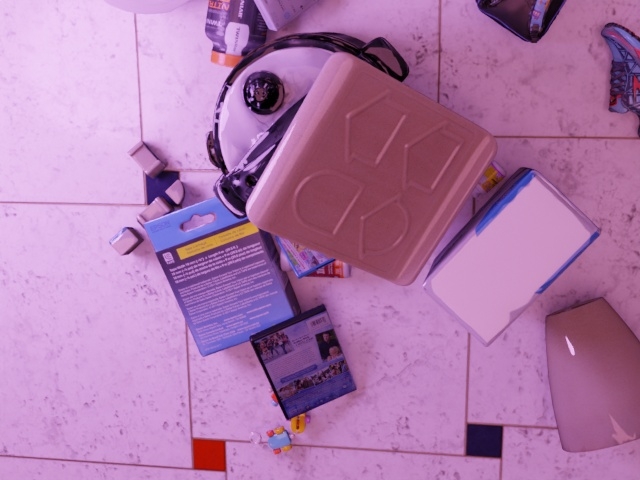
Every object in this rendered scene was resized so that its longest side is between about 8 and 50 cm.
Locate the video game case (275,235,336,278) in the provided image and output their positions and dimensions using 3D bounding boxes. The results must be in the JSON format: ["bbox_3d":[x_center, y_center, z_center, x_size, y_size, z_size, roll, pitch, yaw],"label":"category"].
[{"bbox_3d":[0.000,0.000,1.826,0.166,0.015,0.119,-26,60,-8],"label":"video game case"}]

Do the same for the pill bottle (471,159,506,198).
[{"bbox_3d":[0.352,-0.128,1.789,0.043,0.043,0.083,45,106,-4],"label":"pill bottle"}]

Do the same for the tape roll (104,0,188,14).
[{"bbox_3d":[-0.354,-0.604,1.685,0.286,0.100,0.286,-6,131,-7],"label":"tape roll"}]

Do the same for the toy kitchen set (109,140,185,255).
[{"bbox_3d":[-0.422,-0.095,1.900,0.207,0.122,0.166,-43,94,-5],"label":"toy kitchen set"}]

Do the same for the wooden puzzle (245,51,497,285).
[{"bbox_3d":[0.086,-0.116,1.451,0.347,0.080,0.322,24,106,-25],"label":"wooden puzzle"}]

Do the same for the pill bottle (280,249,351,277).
[{"bbox_3d":[-0.009,0.039,1.864,0.151,0.086,0.086,1,104,9],"label":"pill bottle"}]

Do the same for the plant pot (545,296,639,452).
[{"bbox_3d":[0.582,0.267,1.764,0.256,0.256,0.274,-20,84,13],"label":"plant pot"}]

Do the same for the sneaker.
[{"bbox_3d":[0.621,-0.307,1.674,0.125,0.104,0.262,-34,96,17],"label":"sneaker"}]

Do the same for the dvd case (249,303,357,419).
[{"bbox_3d":[-0.036,0.276,1.888,0.180,0.022,0.253,-23,122,-4],"label":"dvd case"}]

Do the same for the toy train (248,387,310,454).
[{"bbox_3d":[-0.093,0.421,1.993,0.125,0.046,0.166,30,103,2],"label":"toy train"}]

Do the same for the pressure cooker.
[{"bbox_3d":[-0.019,-0.216,1.631,0.375,0.420,0.370,7,104,6],"label":"pressure cooker"}]

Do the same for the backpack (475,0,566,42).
[{"bbox_3d":[0.408,-0.496,1.653,0.158,0.117,0.173,33,107,0],"label":"backpack"}]

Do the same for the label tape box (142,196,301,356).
[{"bbox_3d":[-0.213,0.063,1.881,0.240,0.106,0.334,-19,103,10],"label":"label tape box"}]

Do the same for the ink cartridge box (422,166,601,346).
[{"bbox_3d":[0.358,0.014,1.624,0.166,0.395,0.285,43,102,4],"label":"ink cartridge box"}]

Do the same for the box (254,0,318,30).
[{"bbox_3d":[-0.057,-0.532,1.686,0.186,0.038,0.145,-41,125,-15],"label":"box"}]

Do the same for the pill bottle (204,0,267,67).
[{"bbox_3d":[-0.167,-0.481,1.740,0.130,0.130,0.246,12,105,6],"label":"pill bottle"}]
